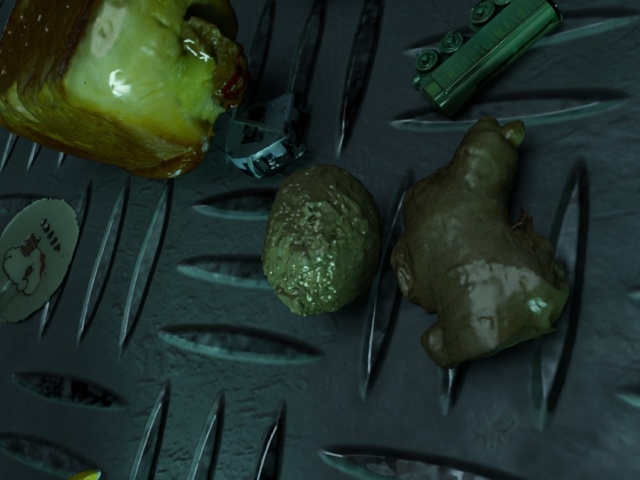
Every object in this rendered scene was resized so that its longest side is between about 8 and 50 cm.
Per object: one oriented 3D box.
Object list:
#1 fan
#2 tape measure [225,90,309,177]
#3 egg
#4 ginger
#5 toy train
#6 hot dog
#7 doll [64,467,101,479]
[{"bbox_3d":[-0.456,0.076,0.982,0.329,0.009,0.191,-49,52,4],"label":"fan"},{"bbox_3d":[-0.058,-0.112,0.758,0.094,0.054,0.091,-17,55,26],"label":"tape measure"},{"bbox_3d":[0.000,0.000,0.626,0.116,0.118,0.140,-6,78,31],"label":"egg"},{"bbox_3d":[0.120,-0.004,0.572,0.137,0.074,0.214,-16,65,18],"label":"ginger"},{"bbox_3d":[0.154,-0.185,0.652,0.148,0.038,0.071,-41,55,13],"label":"toy train"},{"bbox_3d":[-0.221,-0.188,0.790,0.405,0.223,0.185,8,77,52],"label":"hot dog"},{"bbox_3d":[-0.288,0.342,0.689,0.316,0.103,0.146,-33,58,26],"label":"doll"}]
